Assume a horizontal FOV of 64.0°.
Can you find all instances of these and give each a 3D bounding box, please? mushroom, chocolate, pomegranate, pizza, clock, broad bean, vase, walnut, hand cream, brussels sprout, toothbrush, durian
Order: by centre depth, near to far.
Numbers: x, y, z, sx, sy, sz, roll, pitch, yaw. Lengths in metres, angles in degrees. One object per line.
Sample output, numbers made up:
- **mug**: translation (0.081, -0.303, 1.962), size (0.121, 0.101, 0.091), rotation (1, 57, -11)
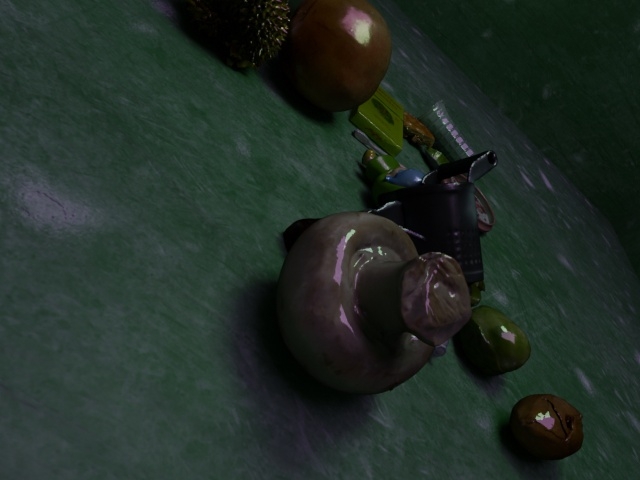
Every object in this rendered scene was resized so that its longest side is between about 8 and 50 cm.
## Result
- **mushroom**: translation (0.092, 0.087, 0.796), size (0.298, 0.290, 0.297), rotation (16, 64, -37)
- **chocolate**: translation (0.000, 0.000, 0.987), size (0.125, 0.080, 0.148), rotation (44, 34, -7)
- **walnut**: translation (0.489, 0.402, 1.102), size (0.245, 0.137, 0.137), rotation (29, 37, -43)
- **hand cream**: translation (0.239, 0.191, 1.103), size (0.084, 0.053, 0.142), rotation (33, 25, -21)
- **brussels sprout**: translation (0.400, 0.238, 1.170), size (0.183, 0.131, 0.145), rotation (39, 12, -13)
- **durian**: translation (-0.189, -0.572, 1.221), size (0.258, 0.258, 0.292), rotation (-11, 70, -54)
- **broad bean**: translation (0.391, 0.132, 1.335), size (0.070, 0.048, 0.214), rotation (54, 30, 10)
- **pomegranate**: translation (0.045, -0.495, 1.374), size (0.319, 0.319, 0.319), rotation (30, 37, -26)
- **toothbrush**: translation (0.216, -0.239, 1.538), size (0.307, 0.025, 0.029), rotation (35, 27, -20)
- **clock**: translation (0.494, -0.129, 1.721), size (0.244, 0.056, 0.244), rotation (31, 36, -27)
- **pizza**: translation (0.318, -0.389, 1.787), size (0.134, 0.046, 0.175), rotation (-1, 47, -37)
- **vase**: translation (0.482, -0.356, 1.877), size (0.298, 0.143, 0.143), rotation (52, 33, -1)

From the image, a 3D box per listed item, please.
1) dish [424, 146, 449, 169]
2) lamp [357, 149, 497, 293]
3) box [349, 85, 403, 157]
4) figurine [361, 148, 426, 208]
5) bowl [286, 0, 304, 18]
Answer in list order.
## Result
- **dish**: translation (0.402, -0.266, 1.763), size (0.091, 0.039, 0.137), rotation (13, 38, -30)
- **lamp**: translation (0.242, -0.001, 1.093), size (0.374, 0.205, 0.272), rotation (-26, 100, -31)
- **box**: translation (0.193, -0.415, 1.676), size (0.187, 0.047, 0.334), rotation (37, 33, -17)
- **figurine**: translation (0.195, -0.141, 1.321), size (0.162, 0.143, 0.263), rotation (29, 19, -43)
- **bowl**: translation (-0.157, -0.765, 1.500), size (0.354, 0.185, 0.353), rotation (30, 36, -26)
